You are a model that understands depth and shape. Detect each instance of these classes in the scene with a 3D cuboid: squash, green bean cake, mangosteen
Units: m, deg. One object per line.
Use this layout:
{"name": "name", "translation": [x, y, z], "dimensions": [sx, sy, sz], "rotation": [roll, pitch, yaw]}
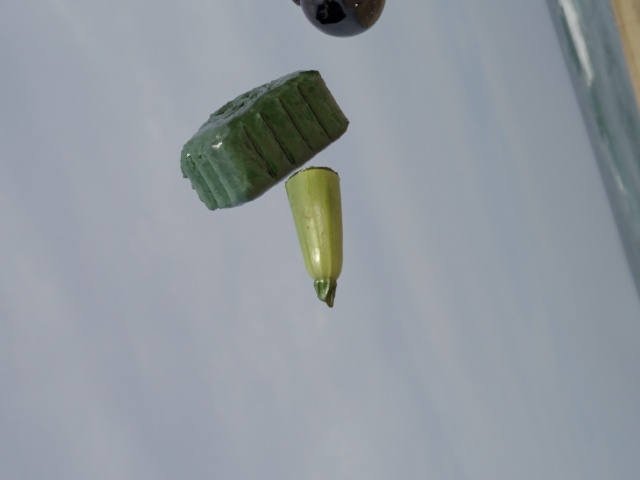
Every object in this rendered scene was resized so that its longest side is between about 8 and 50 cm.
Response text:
{"name": "squash", "translation": [0.000, 0.000, 1.426], "dimensions": [0.094, 0.094, 0.224], "rotation": [37, -139, -61]}
{"name": "green bean cake", "translation": [-0.140, -0.193, 1.756], "dimensions": [0.308, 0.300, 0.169], "rotation": [-40, -74, -30]}
{"name": "mangosteen", "translation": [0.026, -0.521, 1.846], "dimensions": [0.194, 0.230, 0.194], "rotation": [-26, -51, -37]}
